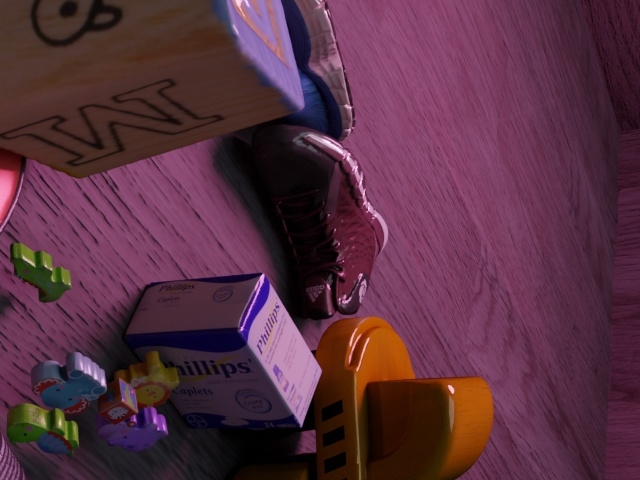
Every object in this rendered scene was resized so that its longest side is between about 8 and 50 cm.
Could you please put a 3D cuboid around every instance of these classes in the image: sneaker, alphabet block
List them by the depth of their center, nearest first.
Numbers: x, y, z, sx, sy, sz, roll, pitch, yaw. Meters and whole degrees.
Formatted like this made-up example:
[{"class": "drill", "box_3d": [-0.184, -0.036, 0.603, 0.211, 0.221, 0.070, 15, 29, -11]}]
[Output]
[{"class": "alphabet block", "box_3d": [-0.143, -0.171, 0.732, 0.193, 0.197, 0.192, 35, 40, -74]}, {"class": "sneaker", "box_3d": [-0.050, -0.192, 1.089, 0.330, 0.147, 0.129, 65, 12, -68]}, {"class": "sneaker", "box_3d": [0.000, 0.000, 1.155, 0.281, 0.106, 0.162, 47, 46, -51]}]

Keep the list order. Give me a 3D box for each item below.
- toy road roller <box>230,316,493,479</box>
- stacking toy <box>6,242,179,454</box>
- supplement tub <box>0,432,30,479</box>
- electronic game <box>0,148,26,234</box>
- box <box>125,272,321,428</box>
[{"class": "toy road roller", "box_3d": [0.048, 0.242, 1.034, 0.202, 0.241, 0.329, 11, 74, -62]}, {"class": "stacking toy", "box_3d": [-0.170, 0.125, 0.776, 0.221, 0.052, 0.167, 53, 13, -44]}, {"class": "supplement tub", "box_3d": [-0.238, 0.157, 0.633, 0.106, 0.106, 0.198, -58, 134, -52]}, {"class": "electronic game", "box_3d": [-0.279, -0.086, 0.676, 0.229, 0.048, 0.229, 26, 60, -59]}, {"class": "box", "box_3d": [-0.086, 0.104, 0.928, 0.137, 0.126, 0.072, 62, 35, -35]}]
